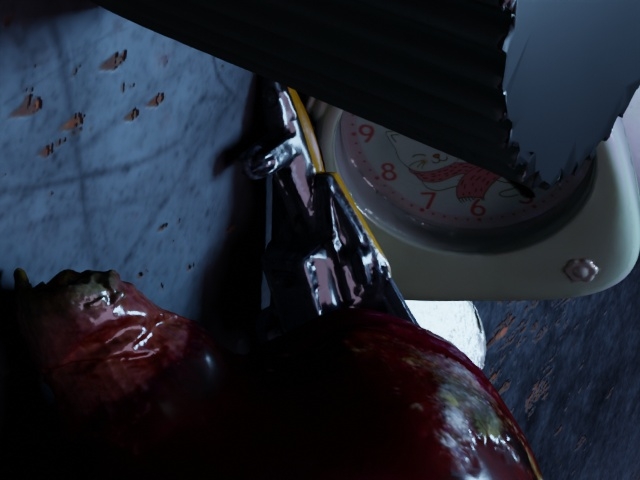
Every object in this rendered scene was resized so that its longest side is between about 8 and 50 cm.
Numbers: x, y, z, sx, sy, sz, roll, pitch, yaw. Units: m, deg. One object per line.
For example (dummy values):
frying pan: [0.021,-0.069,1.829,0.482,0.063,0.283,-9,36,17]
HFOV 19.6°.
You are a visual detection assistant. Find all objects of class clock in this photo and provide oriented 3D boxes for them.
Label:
clock: [0.123,-0.093,1.490,0.109,0.265,0.324,-76,161,-46]

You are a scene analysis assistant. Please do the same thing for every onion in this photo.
onion: [-0.078,0.175,1.278,0.398,0.420,0.398,-42,-166,13]

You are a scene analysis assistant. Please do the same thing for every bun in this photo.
bun: [0.080,0.100,1.743,0.138,0.094,0.138,0,90,-33]

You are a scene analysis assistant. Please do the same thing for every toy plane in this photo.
toy plane: [-0.007,0.007,1.457,0.103,0.204,0.316,-47,128,-38]

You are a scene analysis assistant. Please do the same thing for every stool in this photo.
stool: [0.029,-0.217,1.102,0.297,0.330,0.297,-44,144,-44]

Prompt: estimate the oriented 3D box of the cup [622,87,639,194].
cup: [0.230,-0.181,1.680,0.274,0.253,0.253,28,83,-57]
